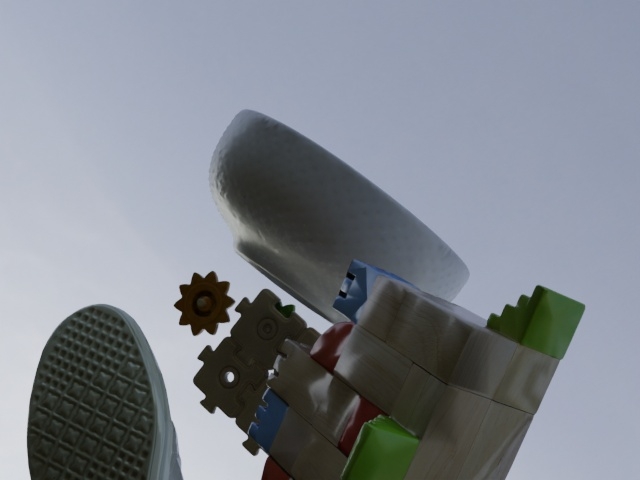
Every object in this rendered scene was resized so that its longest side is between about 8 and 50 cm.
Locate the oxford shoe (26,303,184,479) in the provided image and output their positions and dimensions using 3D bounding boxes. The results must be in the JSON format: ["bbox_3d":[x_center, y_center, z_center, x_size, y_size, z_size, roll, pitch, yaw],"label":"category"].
[{"bbox_3d":[-0.209,0.289,1.282,0.169,0.130,0.449,-21,-109,11],"label":"oxford shoe"}]

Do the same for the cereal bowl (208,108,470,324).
[{"bbox_3d":[0.000,0.000,1.374,0.339,0.339,0.141,34,-96,19],"label":"cereal bowl"}]

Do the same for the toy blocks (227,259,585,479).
[{"bbox_3d":[0.036,0.176,1.014,0.261,0.190,0.381,30,-82,59],"label":"toy blocks"}]

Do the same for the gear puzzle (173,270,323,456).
[{"bbox_3d":[-0.065,0.167,1.484,0.339,0.044,0.175,40,-84,21],"label":"gear puzzle"}]
